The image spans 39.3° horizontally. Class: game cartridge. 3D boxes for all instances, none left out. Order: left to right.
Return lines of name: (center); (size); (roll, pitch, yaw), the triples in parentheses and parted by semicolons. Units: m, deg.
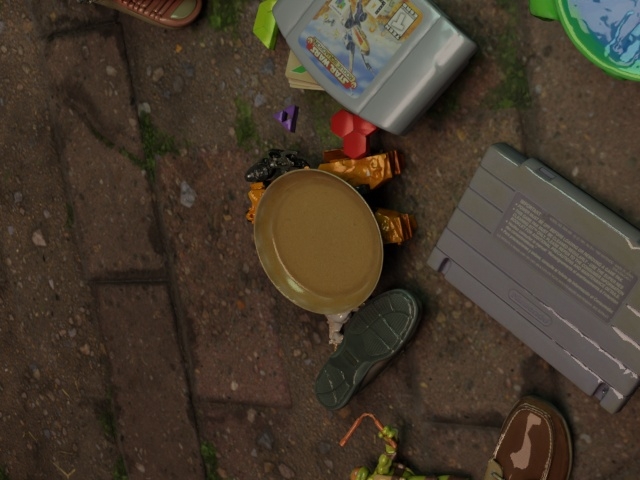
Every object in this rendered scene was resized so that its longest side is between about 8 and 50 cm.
game cartridge: (0.065, -0.302, 1.305); (0.198, 0.062, 0.297); (-48, 69, 17)
game cartridge: (0.336, 0.044, 1.261); (0.355, 0.068, 0.230); (41, 118, 27)

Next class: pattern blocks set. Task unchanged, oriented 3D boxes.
pattern blocks set: (0.021, -0.314, 1.374); (0.285, 0.026, 0.324); (27, 104, 26)

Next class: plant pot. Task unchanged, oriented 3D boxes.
plant pot: (0.000, 0.000, 1.404); (0.236, 0.032, 0.236); (11, 112, 29)

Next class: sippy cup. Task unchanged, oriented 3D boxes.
sippy cup: (0.414, -0.305, 1.025); (0.305, 0.224, 0.240); (36, 121, 21)

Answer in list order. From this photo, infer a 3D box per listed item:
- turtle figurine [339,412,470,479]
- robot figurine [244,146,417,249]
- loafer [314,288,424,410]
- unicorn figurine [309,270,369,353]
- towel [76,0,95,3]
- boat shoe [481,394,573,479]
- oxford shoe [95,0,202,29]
turtle figurine: (0.135, 0.429, 1.502); (0.217, 0.087, 0.269); (13, 101, 23)
robot figurine: (0.005, -0.055, 1.456); (0.291, 0.085, 0.211); (-5, 100, 34)
loafer: (0.087, 0.174, 1.475); (0.096, 0.084, 0.267); (52, 122, 24)
unicorn figurine: (0.025, 0.114, 1.502); (0.111, 0.060, 0.162); (-31, 97, 44)
towel: (-0.257, -0.555, 1.447); (0.325, 0.056, 0.312); (-5, 94, 11)
boat shoe: (0.297, 0.392, 1.363); (0.123, 0.116, 0.324); (18, 112, 29)
oxford shoe: (-0.371, -0.478, 1.588); (0.397, 0.140, 0.146); (36, 161, 11)
